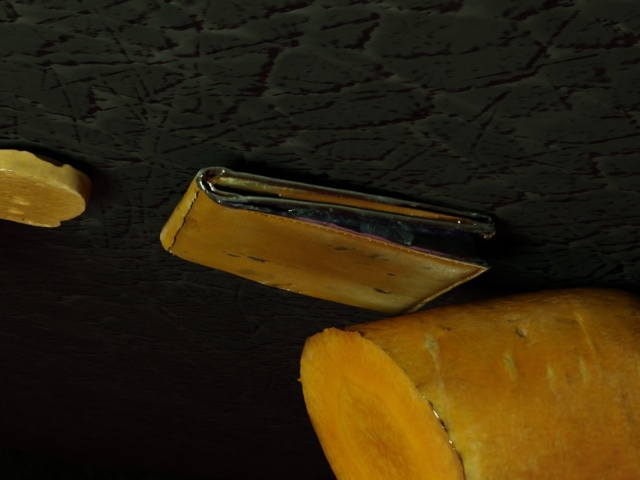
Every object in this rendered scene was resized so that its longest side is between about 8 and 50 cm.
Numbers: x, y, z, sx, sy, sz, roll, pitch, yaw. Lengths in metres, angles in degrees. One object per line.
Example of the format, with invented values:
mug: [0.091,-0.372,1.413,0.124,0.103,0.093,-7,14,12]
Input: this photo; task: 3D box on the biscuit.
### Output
biscuit: [-0.213,-0.041,0.898,0.118,0.023,0.140,17,164,-27]

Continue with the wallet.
wallet: [0.000,-0.003,0.882,0.195,0.042,0.161,14,162,-13]

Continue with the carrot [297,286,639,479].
carrot: [0.172,0.132,0.935,0.331,0.214,0.193,-8,125,-14]
